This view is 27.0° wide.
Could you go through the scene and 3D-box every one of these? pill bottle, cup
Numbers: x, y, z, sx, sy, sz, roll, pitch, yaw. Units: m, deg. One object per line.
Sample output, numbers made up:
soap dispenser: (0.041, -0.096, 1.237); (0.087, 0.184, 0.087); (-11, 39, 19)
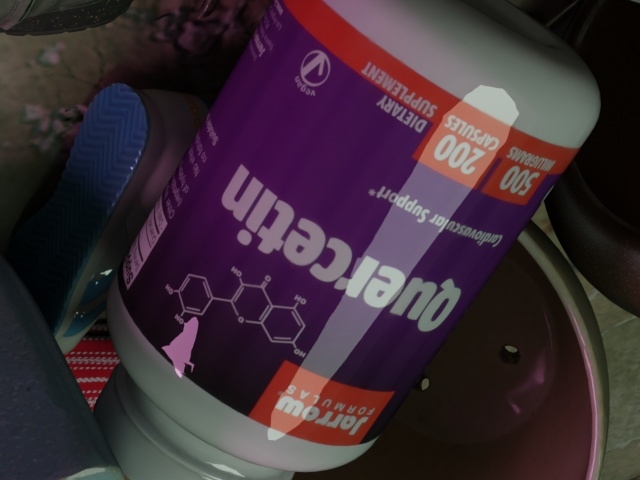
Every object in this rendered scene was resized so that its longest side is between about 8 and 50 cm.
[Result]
pill bottle: (0.000, 0.000, 0.746); (0.182, 0.181, 0.323); (12, 118, -45)
cup: (0.065, 0.093, 0.960); (0.331, 0.331, 0.237); (-43, 168, 23)

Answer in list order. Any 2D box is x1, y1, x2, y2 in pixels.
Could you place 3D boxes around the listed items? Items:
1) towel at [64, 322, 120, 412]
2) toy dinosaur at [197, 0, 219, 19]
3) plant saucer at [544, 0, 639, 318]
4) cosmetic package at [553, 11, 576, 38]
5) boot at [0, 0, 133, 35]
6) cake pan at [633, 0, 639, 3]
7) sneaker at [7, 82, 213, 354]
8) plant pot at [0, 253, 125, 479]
towel: (-0.241, 0.158, 1.047); (0.199, 0.031, 0.275); (4, 136, -41)
toy dinosaur: (0.014, -0.206, 0.674); (0.118, 0.064, 0.268); (-38, 180, -28)
plant saucer: (0.254, -0.095, 0.794); (0.310, 0.310, 0.050); (-41, 140, 21)
cosmetic package: (0.238, -0.048, 0.913); (0.127, 0.238, 0.107); (-41, 146, 19)
boot: (-0.176, -0.136, 0.586); (0.247, 0.083, 0.161); (-22, 172, -22)
cake pan: (0.223, -0.252, 0.675); (0.293, 0.054, 0.293); (3, 132, 3)
sneaker: (-0.130, -0.001, 0.853); (0.092, 0.087, 0.228); (2, 139, -41)
plant pot: (-0.260, 0.124, 0.777); (0.248, 0.252, 0.247); (-18, 146, -14)
